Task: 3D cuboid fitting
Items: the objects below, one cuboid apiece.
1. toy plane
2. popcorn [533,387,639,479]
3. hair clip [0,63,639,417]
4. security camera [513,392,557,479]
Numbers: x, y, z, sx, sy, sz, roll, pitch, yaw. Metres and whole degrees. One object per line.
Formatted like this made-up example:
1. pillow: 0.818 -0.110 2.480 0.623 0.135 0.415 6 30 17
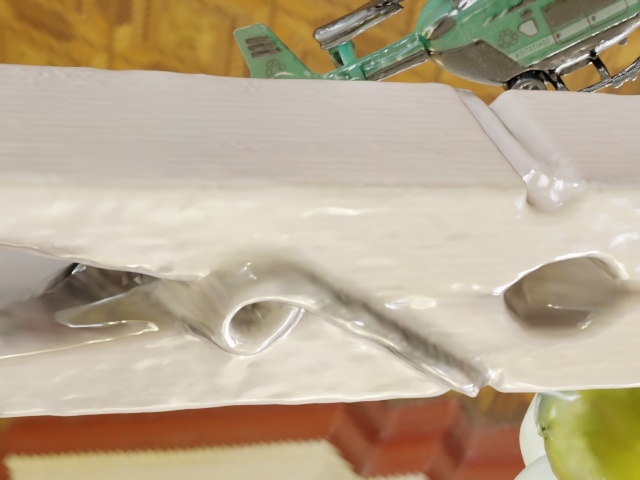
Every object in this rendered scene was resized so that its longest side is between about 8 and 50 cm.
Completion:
1. toy plane: 0.123 -0.175 1.506 0.381 0.106 0.155 -23 121 4
2. popcorn: 0.274 0.149 1.001 0.325 0.321 0.290 16 175 17
3. hair clip: -0.001 -0.003 0.597 0.085 0.330 0.101 54 138 49
4. security camera: 0.242 0.242 1.604 0.194 0.236 0.195 13 139 12
